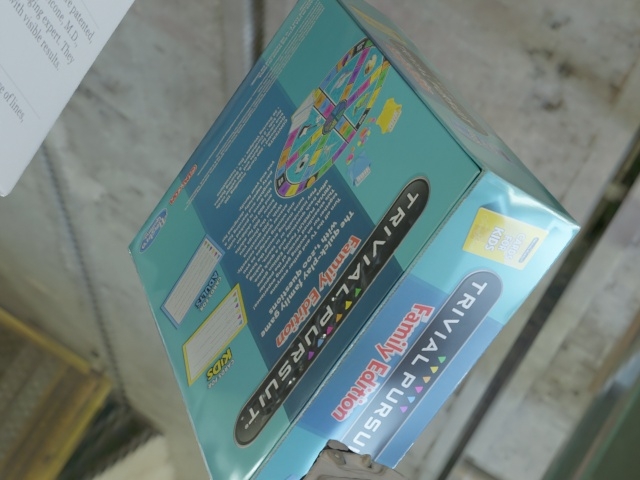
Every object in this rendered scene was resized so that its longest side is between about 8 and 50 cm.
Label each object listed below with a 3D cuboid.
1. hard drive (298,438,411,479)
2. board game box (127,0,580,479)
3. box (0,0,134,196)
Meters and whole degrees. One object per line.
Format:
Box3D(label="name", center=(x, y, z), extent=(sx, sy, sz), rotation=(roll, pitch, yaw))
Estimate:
Box3D(label="hard drive", center=(0.047, 0.227, 0.633), extent=(0.237, 0.064, 0.339), rotation=(32, -158, 6))
Box3D(label="board game box", center=(0.000, 0.000, 0.991), extent=(0.079, 0.254, 0.336), rotation=(28, -163, -28))
Box3D(label="box", center=(-0.200, -0.131, 0.616), extent=(0.181, 0.119, 0.182), rotation=(19, 159, 26))
